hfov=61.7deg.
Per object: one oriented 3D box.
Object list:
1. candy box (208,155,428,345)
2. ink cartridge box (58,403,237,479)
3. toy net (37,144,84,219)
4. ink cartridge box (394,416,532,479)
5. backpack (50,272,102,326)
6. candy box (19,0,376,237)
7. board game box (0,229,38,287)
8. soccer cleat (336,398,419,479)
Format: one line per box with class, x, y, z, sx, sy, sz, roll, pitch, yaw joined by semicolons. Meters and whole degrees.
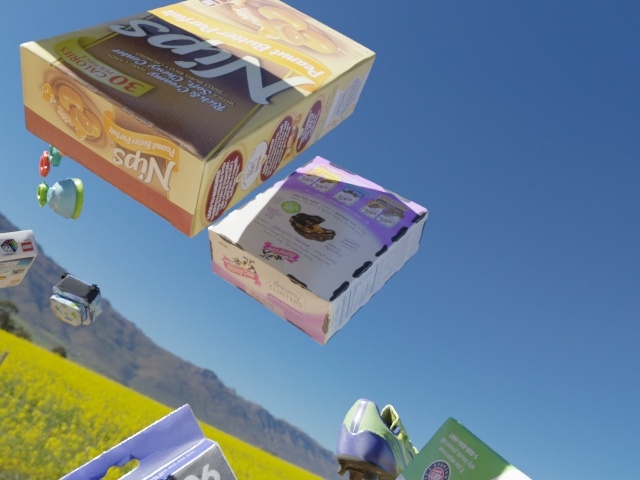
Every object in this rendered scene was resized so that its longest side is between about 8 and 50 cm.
candy box;0.000;0.000;0.613;0.164;0.196;0.070;30;-43;24
ink cartridge box;-0.253;0.452;0.801;0.307;0.303;0.072;57;-32;10
toy net;-0.418;-0.156;0.878;0.045;0.232;0.122;4;14;-40
ink cartridge box;0.073;0.283;0.347;0.115;0.273;0.198;44;-6;-10
backpack;-0.575;0.151;1.261;0.104;0.084;0.114;21;-42;7
candy box;-0.094;-0.152;0.531;0.182;0.316;0.088;32;-49;10
board game box;-0.683;0.059;0.943;0.305;0.053;0.193;-12;-13;-42
soccer cleat;0.115;0.324;0.826;0.093;0.121;0.289;0;-29;31
